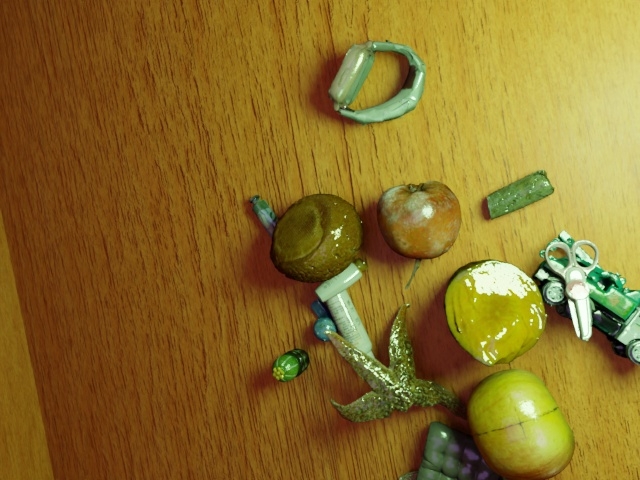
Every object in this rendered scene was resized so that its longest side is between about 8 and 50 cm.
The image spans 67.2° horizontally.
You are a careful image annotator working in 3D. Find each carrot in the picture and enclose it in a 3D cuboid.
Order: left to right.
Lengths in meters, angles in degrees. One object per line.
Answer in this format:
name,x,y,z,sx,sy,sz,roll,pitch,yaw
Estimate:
carrot,0.442,0.169,1.262,0.241,0.340,0.242,0,91,11

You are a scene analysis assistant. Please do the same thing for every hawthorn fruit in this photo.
hawthorn fruit,0.288,-0.054,1.360,0.234,0.232,0.263,-21,124,33

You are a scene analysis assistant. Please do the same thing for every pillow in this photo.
pillow,0.393,0.722,1.412,0.227,0.101,0.327,16,91,18

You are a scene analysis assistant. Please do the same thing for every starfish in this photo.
starfish,0.209,0.409,1.441,0.397,0.132,0.384,-18,79,1

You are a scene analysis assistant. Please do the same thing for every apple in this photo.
apple,0.517,0.485,1.267,0.232,0.286,0.286,-28,83,15

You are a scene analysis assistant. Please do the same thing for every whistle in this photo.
whistle,0.006,0.276,1.587,0.090,0.090,0.158,-43,78,23

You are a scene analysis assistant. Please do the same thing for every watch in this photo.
watch,0.180,-0.455,1.413,0.241,0.162,0.254,32,111,6

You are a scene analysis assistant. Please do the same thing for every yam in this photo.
yam,0.536,-0.124,1.307,0.179,0.078,0.078,-26,84,29

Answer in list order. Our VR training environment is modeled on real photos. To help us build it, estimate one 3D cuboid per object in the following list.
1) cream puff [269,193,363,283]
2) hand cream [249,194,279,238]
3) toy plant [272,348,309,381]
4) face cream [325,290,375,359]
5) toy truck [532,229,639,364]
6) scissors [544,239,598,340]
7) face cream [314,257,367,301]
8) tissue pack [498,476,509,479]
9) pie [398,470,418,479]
cream puff,0.000,0.000,1.493,0.302,0.212,0.303,-25,48,31
hand cream,-0.155,-0.047,1.659,0.088,0.055,0.256,-39,86,28
toy plant,-0.104,0.422,1.616,0.092,0.162,0.093,2,95,24
face cream,0.101,0.288,1.551,0.081,0.082,0.269,-27,85,25
toy truck,0.700,0.150,1.210,0.363,0.176,0.178,41,98,17
scissors,0.608,0.116,1.145,0.118,0.030,0.243,-4,70,17
face cream,0.066,0.124,1.519,0.182,0.051,0.072,-36,48,-11
tissue pack,0.524,0.732,1.357,0.051,0.156,0.113,8,99,16
pie,0.325,0.821,1.518,0.217,0.052,0.185,-7,93,27
